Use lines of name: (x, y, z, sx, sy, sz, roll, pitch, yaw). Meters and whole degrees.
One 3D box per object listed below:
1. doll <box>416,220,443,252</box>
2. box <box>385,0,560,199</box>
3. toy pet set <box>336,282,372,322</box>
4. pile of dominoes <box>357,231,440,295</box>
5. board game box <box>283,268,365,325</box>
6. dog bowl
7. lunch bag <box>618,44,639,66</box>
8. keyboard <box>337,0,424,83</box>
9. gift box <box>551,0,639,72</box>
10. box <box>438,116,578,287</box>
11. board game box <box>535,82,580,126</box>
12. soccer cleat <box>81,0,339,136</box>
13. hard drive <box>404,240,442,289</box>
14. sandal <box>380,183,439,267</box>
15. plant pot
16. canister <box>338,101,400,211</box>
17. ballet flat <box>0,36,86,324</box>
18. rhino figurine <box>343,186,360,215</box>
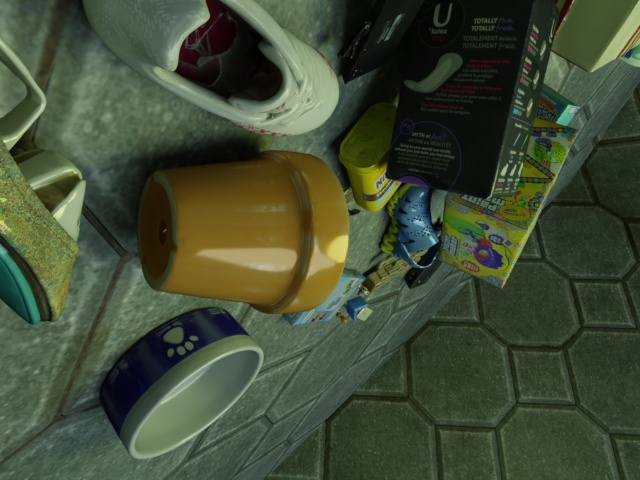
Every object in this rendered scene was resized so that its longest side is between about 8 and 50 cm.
doll: (0.373, -0.022, 1.432, 0.189, 0.046, 0.129, -24, 148, -41)
box: (0.217, -0.207, 0.643, 0.143, 0.165, 0.270, -10, 113, -53)
toy pet set: (0.083, 0.177, 1.228, 0.065, 0.114, 0.122, 31, 101, -37)
pile of dominoes: (0.238, 0.086, 1.316, 0.251, 0.040, 0.196, -24, 156, -25)
board game box: (0.017, 0.139, 1.106, 0.160, 0.039, 0.211, -52, 157, 11)
dog bowl: (-0.235, 0.247, 0.780, 0.265, 0.104, 0.265, -37, 154, -22)
lunch bag: (0.710, -0.508, 1.030, 0.176, 0.219, 0.090, -39, 154, -16)
keyboard: (0.070, -0.257, 0.532, 0.108, 0.023, 0.180, -32, 174, -21)
gift box: (0.438, -0.435, 0.660, 0.276, 0.255, 0.258, -36, 156, -31)
box: (0.420, -0.091, 1.034, 0.279, 0.177, 0.290, -55, 155, -18)
board game box: (0.534, -0.291, 1.144, 0.047, 0.160, 0.210, 0, 133, -27)
soccer cleat: (-0.055, -0.148, 0.423, 0.116, 0.143, 0.331, -55, 155, 18)
hard drive: (0.413, 0.060, 1.611, 0.172, 0.054, 0.255, -8, 135, -54)
sandal: (0.239, -0.037, 1.085, 0.126, 0.138, 0.317, -37, 152, -16)
plant pot: (-0.102, -0.011, 0.522, 0.188, 0.205, 0.205, 1, 130, -38)
canister: (0.099, -0.136, 0.768, 0.126, 0.073, 0.170, -53, 159, -11)
ballet flat: (-0.239, -0.054, 0.317, 0.123, 0.123, 0.348, -35, 153, -25)
rhino figurine: (0.000, 0.000, 0.827, 0.106, 0.073, 0.243, -10, 136, -47)
